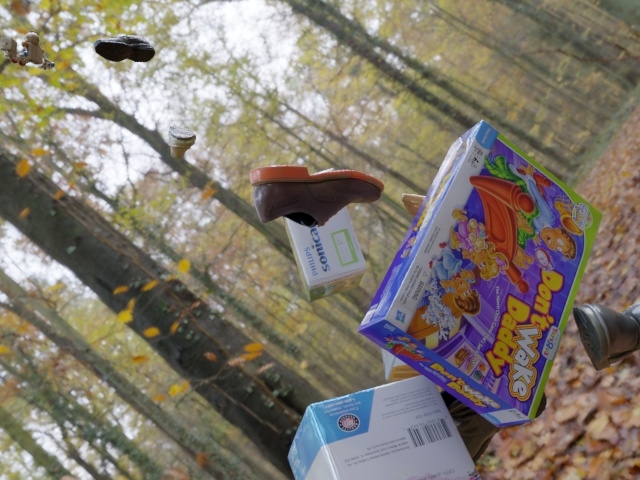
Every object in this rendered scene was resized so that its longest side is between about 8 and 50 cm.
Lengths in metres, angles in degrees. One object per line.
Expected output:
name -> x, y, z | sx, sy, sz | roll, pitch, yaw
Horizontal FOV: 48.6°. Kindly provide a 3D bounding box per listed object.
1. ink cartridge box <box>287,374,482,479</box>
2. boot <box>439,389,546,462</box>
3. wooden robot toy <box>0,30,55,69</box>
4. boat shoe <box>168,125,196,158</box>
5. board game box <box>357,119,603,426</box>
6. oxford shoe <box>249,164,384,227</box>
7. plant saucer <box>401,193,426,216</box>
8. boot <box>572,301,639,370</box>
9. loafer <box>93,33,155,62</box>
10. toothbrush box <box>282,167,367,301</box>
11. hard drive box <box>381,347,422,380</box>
ink cartridge box -> 0.099, 0.367, 0.994 | 0.198, 0.270, 0.197 | -10, -35, -21
boot -> 0.217, 0.272, 1.104 | 0.246, 0.083, 0.161 | -43, -47, 21
wooden robot toy -> -0.708, -0.466, 1.703 | 0.173, 0.076, 0.078 | 9, -100, -71
boat shoe -> -0.343, -0.234, 1.736 | 0.190, 0.068, 0.072 | -129, 51, -72
board game box -> 0.229, 0.038, 0.964 | 0.347, 0.233, 0.078 | -60, 11, -29
oxford shoe -> -0.001, -0.068, 1.202 | 0.272, 0.098, 0.097 | -1, -6, -36
plant saucer -> 0.238, -0.044, 1.246 | 0.200, 0.200, 0.037 | 1, -78, -75
boot -> 0.421, 0.082, 0.865 | 0.209, 0.076, 0.190 | -24, -23, 13
loafer -> -0.491, -0.480, 1.751 | 0.062, 0.061, 0.170 | -41, -18, 30
toothbrush box -> 0.000, 0.000, 1.456 | 0.122, 0.206, 0.283 | -18, -11, -3
hard drive box -> 0.203, 0.127, 1.131 | 0.232, 0.181, 0.089 | 96, 172, -48
